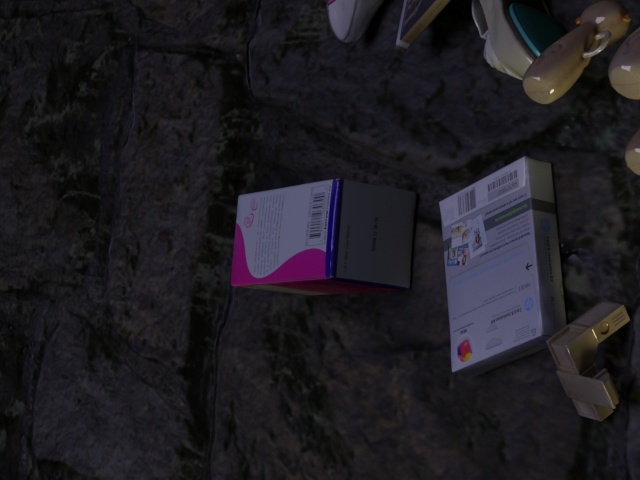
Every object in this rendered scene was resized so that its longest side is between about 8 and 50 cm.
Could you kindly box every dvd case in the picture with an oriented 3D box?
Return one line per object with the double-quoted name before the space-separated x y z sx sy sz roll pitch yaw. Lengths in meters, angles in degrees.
"dvd case" 0.135 -0.317 1.779 0.221 0.018 0.165 136 148 -65

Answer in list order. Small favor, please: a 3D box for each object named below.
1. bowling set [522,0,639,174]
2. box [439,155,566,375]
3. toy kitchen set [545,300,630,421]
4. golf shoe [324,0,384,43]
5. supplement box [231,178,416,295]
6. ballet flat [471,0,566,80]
"bowling set" 0.332 -0.125 1.418 0.154 0.200 0.287 -45 25 -26
"box" 0.181 0.027 1.674 0.145 0.038 0.186 -30 56 51
"toy kitchen set" 0.266 0.113 1.524 0.068 0.075 0.083 10 130 61
"golf shoe" 0.059 -0.314 1.934 0.086 0.067 0.186 37 113 57
"supplement box" 0.000 0.000 1.899 0.220 0.114 0.111 -5 78 56
"ballet flat" 0.194 -0.217 1.684 0.086 0.086 0.248 -54 31 35
